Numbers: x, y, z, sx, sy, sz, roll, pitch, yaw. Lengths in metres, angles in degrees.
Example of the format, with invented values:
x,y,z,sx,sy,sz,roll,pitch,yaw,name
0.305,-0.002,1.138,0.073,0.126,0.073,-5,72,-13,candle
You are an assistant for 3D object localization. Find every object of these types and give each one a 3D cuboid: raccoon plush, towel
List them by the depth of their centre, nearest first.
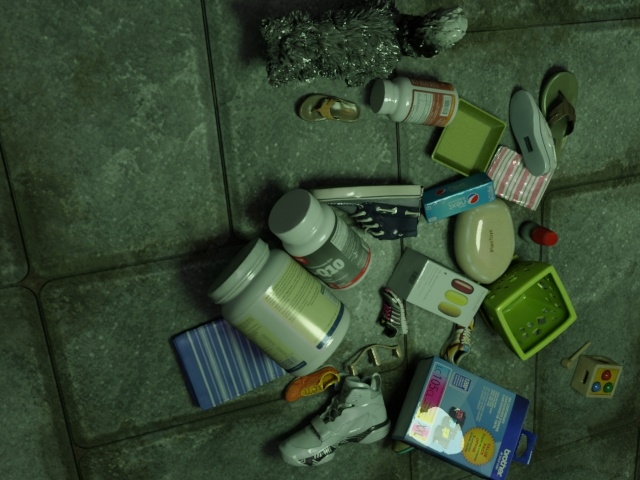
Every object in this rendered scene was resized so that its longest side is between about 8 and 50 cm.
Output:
x,y,z,sx,sy,sz,roll,pitch,yaw,name
0.063,-0.476,1.403,0.299,0.446,0.216,-18,95,-36,raccoon plush
-0.225,0.314,1.743,0.336,0.040,0.243,-21,109,-15,towel
0.599,-0.188,1.869,0.197,0.029,0.144,21,98,-10,towel

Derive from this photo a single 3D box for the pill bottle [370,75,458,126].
x,y,z,sx,sy,sz,roll,pitch,yaw,name
0.250,-0.375,1.658,0.216,0.121,0.121,3,105,-20,pill bottle

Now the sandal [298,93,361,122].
x,y,z,sx,sy,sz,roll,pitch,yaw,name
0.030,-0.343,1.626,0.180,0.049,0.072,3,105,-21,sandal

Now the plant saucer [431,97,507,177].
x,y,z,sx,sy,sz,roll,pitch,yaw,name
0.420,-0.290,1.787,0.188,0.045,0.188,21,97,-24,plant saucer

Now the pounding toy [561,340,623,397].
x,y,z,sx,sy,sz,roll,pitch,yaw,name
0.957,0.457,2.181,0.206,0.094,0.181,8,103,-22,pounding toy

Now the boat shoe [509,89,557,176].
x,y,z,sx,sy,sz,roll,pitch,yaw,name
0.632,-0.319,1.823,0.084,0.095,0.258,-18,98,-31,boat shoe

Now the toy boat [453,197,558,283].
x,y,z,sx,sy,sz,roll,pitch,yaw,name
0.550,-0.006,1.881,0.318,0.148,0.268,-4,102,-11,toy boat

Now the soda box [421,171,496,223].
x,y,z,sx,sy,sz,roll,pitch,yaw,name
0.392,-0.125,1.783,0.210,0.071,0.067,-19,122,0,soda box

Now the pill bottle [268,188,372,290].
x,y,z,sx,sy,sz,roll,pitch,yaw,name
0.000,0.000,1.621,0.161,0.161,0.283,-49,130,-1,pill bottle

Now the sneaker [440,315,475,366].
x,y,z,sx,sy,sz,roll,pitch,yaw,name
0.454,0.313,1.959,0.069,0.084,0.185,20,99,-24,sneaker

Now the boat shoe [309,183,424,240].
x,y,z,sx,sy,sz,roll,pitch,yaw,name
0.132,-0.075,1.698,0.340,0.127,0.158,-2,99,-20,boat shoe

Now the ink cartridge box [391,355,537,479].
x,y,z,sx,sy,sz,roll,pitch,yaw,name
0.454,0.556,1.886,0.395,0.151,0.270,25,73,-5,ink cartridge box

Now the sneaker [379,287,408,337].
x,y,z,sx,sy,sz,roll,pitch,yaw,name
0.209,0.225,1.854,0.074,0.063,0.170,-27,118,-17,sneaker

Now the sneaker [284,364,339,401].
x,y,z,sx,sy,sz,roll,pitch,yaw,name
-0.026,0.426,1.827,0.175,0.067,0.064,-29,115,-8,sneaker

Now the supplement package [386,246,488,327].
x,y,z,sx,sy,sz,roll,pitch,yaw,name
0.349,0.140,1.841,0.244,0.134,0.139,24,97,-25,supplement package

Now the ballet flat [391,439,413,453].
x,y,z,sx,sy,sz,roll,pitch,yaw,name
0.368,0.566,1.998,0.348,0.123,0.123,-21,112,-12,ballet flat

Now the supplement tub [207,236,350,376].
x,y,z,sx,sy,sz,roll,pitch,yaw,name
-0.108,0.171,1.609,0.325,0.235,0.235,43,88,-12,supplement tub

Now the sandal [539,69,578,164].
x,y,z,sx,sy,sz,roll,pitch,yaw,name
0.721,-0.354,1.853,0.120,0.086,0.303,-3,109,-15,sandal

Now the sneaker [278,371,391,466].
x,y,z,sx,sy,sz,roll,pitch,yaw,name
0.038,0.522,1.846,0.365,0.137,0.210,-12,108,-21,sneaker

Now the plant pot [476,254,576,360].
x,y,z,sx,sy,sz,roll,pitch,yaw,name
0.609,0.191,1.912,0.227,0.207,0.228,-36,115,-7,plant pot

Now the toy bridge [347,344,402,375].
x,y,z,sx,sy,sz,roll,pitch,yaw,name
0.164,0.352,1.884,0.188,0.026,0.063,-16,84,-26,toy bridge
